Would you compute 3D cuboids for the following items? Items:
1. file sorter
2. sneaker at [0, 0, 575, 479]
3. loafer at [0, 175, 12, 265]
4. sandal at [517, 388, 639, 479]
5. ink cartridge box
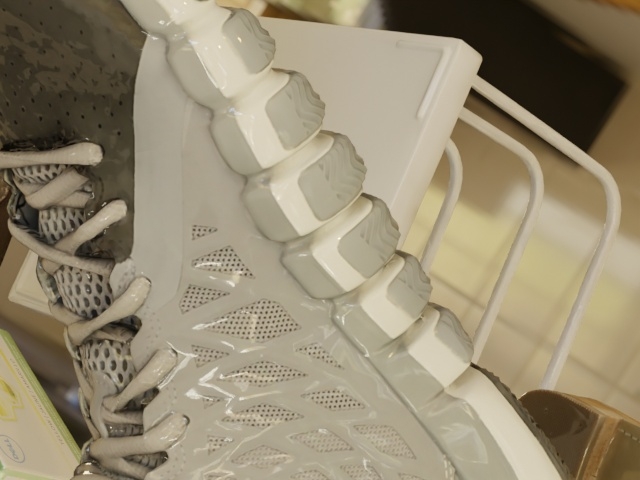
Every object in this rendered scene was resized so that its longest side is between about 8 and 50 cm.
[{"bbox_3d":[0.000,0.000,1.076,0.173,0.193,0.278,29,-10,-39],"label":"file sorter"},{"bbox_3d":[-0.045,0.031,0.435,0.228,0.132,0.086,52,-16,-17],"label":"sneaker"},{"bbox_3d":[-0.239,-0.056,0.995,0.220,0.078,0.080,38,-12,6],"label":"loafer"},{"bbox_3d":[0.171,0.130,0.824,0.079,0.088,0.240,11,15,-31],"label":"sandal"},{"bbox_3d":[-0.282,0.119,1.418,0.171,0.056,0.235,54,14,30],"label":"ink cartridge box"}]
